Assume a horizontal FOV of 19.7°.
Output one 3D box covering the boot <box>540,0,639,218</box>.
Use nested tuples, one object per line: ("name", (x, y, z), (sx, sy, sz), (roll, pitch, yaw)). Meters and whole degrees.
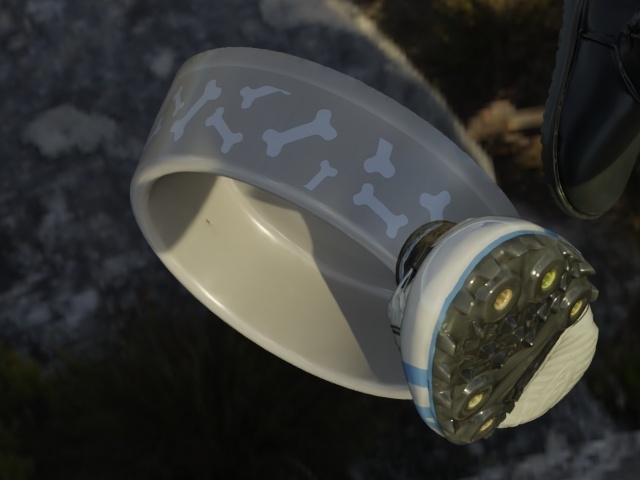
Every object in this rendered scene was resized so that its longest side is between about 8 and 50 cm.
("boot", (0.303, -0.120, 1.651), (0.094, 0.246, 0.207), (-6, 17, -36))

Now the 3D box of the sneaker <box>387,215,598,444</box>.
("sneaker", (0.056, 0.026, 0.708), (0.086, 0.237, 0.085), (41, 90, 13))

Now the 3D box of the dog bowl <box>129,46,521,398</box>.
("dog bowl", (0.000, 0.000, 1.487), (0.349, 0.349, 0.102), (18, 62, 31))
